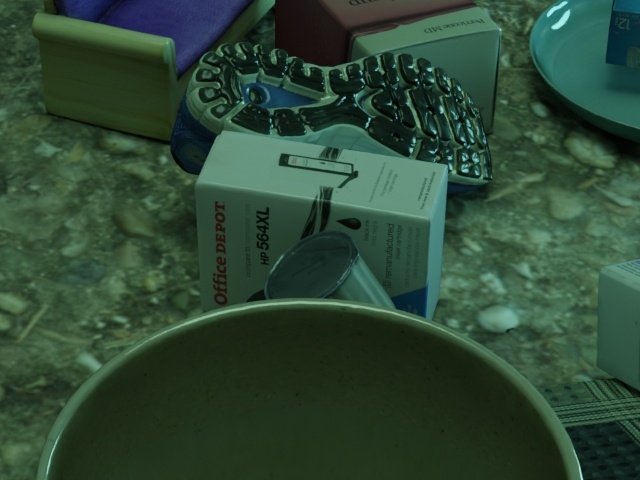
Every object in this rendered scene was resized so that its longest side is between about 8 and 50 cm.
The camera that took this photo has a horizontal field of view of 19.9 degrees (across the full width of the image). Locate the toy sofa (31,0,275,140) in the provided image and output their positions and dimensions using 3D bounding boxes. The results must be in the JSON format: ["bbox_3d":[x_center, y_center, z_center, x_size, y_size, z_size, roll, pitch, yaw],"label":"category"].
[{"bbox_3d":[-0.146,-0.273,1.899,0.150,0.177,0.362,15,38,17],"label":"toy sofa"}]

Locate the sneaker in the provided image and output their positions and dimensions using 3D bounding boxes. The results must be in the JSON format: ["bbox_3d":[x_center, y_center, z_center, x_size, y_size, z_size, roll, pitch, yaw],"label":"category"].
[{"bbox_3d":[0.010,-0.094,1.699,0.330,0.147,0.130,8,58,-26],"label":"sneaker"}]

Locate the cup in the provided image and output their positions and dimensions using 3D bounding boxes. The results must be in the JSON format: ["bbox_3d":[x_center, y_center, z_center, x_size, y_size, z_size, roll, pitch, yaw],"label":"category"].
[{"bbox_3d":[-0.010,0.232,1.171,0.331,0.237,0.331,1,40,-1],"label":"cup"}]

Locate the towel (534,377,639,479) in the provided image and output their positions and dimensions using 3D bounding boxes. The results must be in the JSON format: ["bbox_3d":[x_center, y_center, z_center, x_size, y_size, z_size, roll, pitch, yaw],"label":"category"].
[{"bbox_3d":[0.282,0.182,1.360,0.324,0.056,0.312,-6,20,-12],"label":"towel"}]

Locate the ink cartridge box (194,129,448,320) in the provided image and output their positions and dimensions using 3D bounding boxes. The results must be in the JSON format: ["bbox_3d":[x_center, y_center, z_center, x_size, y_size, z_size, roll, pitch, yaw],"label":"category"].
[{"bbox_3d":[0.000,0.000,1.561,0.203,0.148,0.086,9,39,11],"label":"ink cartridge box"}]

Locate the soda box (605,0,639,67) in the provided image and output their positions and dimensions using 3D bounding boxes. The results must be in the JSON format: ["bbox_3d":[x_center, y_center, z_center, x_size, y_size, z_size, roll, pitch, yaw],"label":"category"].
[{"bbox_3d":[0.400,-0.210,1.855,0.210,0.067,0.071,8,38,9],"label":"soda box"}]

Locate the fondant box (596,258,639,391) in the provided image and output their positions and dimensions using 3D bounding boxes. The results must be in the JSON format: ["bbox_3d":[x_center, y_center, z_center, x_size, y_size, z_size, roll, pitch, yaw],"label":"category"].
[{"bbox_3d":[0.423,0.068,1.454,0.330,0.096,0.238,-12,22,-26],"label":"fondant box"}]

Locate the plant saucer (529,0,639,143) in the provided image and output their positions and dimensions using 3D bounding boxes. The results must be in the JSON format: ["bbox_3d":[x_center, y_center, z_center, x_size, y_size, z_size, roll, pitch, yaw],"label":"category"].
[{"bbox_3d":[0.375,-0.179,1.904,0.317,0.043,0.317,1,36,-1],"label":"plant saucer"}]

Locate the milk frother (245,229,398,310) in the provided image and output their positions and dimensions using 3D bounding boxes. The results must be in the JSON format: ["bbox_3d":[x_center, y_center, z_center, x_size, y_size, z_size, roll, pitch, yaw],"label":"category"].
[{"bbox_3d":[0.010,0.094,1.446,0.129,0.135,0.143,-31,35,8],"label":"milk frother"}]

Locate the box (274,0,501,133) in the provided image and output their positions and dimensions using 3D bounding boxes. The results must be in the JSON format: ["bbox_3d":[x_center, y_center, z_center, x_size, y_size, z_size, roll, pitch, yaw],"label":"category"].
[{"bbox_3d":[0.064,-0.204,1.854,0.149,0.127,0.232,-14,39,-20],"label":"box"}]
